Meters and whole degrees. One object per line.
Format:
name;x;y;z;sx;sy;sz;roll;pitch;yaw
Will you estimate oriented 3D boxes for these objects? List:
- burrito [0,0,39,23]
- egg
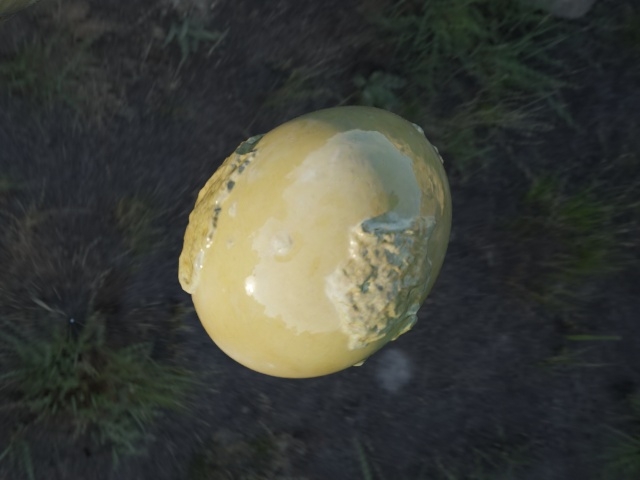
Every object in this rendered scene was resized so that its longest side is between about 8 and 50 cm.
burrito;-0.263;-0.138;0.883;0.105;0.143;0.299;55;42;-12
egg;-0.002;0.000;0.981;0.164;0.164;0.201;40;119;-5
